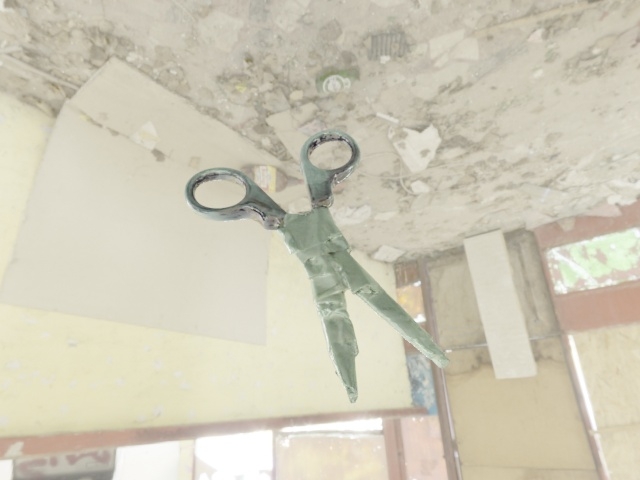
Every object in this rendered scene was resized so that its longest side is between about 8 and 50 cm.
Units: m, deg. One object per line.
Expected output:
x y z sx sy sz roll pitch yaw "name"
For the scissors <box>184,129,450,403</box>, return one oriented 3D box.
0.000 0.000 0.480 0.255 0.384 0.029 -23 141 -14 "scissors"
